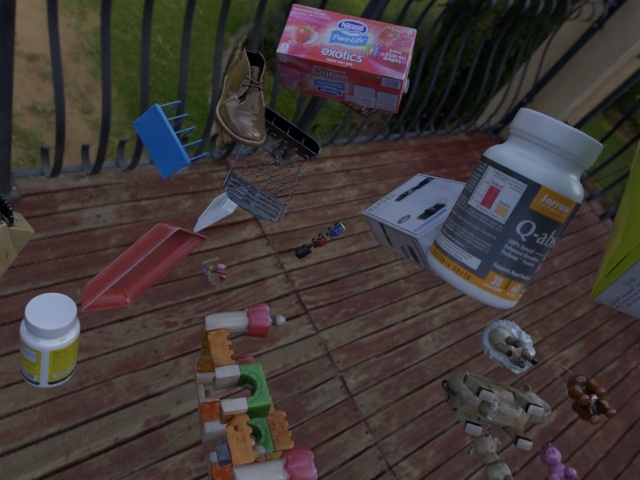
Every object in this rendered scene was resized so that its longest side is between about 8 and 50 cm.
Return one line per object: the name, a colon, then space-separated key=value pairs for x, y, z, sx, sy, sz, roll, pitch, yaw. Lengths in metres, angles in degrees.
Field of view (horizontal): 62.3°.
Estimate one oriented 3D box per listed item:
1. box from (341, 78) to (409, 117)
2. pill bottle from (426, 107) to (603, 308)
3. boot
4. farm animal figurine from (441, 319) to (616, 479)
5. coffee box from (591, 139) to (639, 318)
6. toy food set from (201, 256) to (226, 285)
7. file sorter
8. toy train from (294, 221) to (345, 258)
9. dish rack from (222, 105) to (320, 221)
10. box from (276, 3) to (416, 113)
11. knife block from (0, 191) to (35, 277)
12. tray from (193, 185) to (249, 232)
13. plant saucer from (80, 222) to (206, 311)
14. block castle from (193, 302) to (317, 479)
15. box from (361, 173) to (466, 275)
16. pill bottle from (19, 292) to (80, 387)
box: x=0.147 y=-0.498 z=1.716 sx=0.183 sy=0.231 sz=0.056 roll=24 pitch=71 yaw=-24
pill bottle: x=0.296 y=-0.048 z=0.818 sx=0.162 sy=0.279 sz=0.162 roll=24 pitch=17 yaw=-8
boot: x=-0.169 y=-0.331 z=1.198 sx=0.112 sy=0.115 sz=0.305 roll=13 pitch=42 yaw=-25
farm animal figurine: x=0.376 y=0.358 z=1.046 sx=0.326 sy=0.330 sz=0.172 roll=35 pitch=4 yaw=-5
coffee box: x=0.543 y=-0.072 z=0.536 sx=0.334 sy=0.338 sz=0.338 roll=23 pitch=68 yaw=14
toy food set: x=-0.344 y=0.107 z=1.749 sx=0.077 sy=0.122 sz=0.019 roll=-19 pitch=50 yaw=-2
file sorter: x=-0.401 y=-0.277 z=1.442 sx=0.104 sy=0.118 sz=0.170 roll=-36 pitch=101 yaw=-51
toy train: x=0.000 y=0.000 z=1.411 sx=0.027 sy=0.158 sz=0.036 roll=54 pitch=5 yaw=-27
dish rack: x=-0.136 y=-0.196 z=1.427 sx=0.208 sy=0.074 sz=0.272 roll=31 pitch=66 yaw=-22
box: x=0.061 y=-0.428 z=1.261 sx=0.299 sy=0.154 sz=0.142 roll=14 pitch=73 yaw=7
knife block: x=-0.912 y=-0.017 z=1.407 sx=0.088 sy=0.276 sz=0.242 roll=43 pitch=8 yaw=19
tray: x=-0.311 y=-0.110 z=1.661 sx=0.030 sy=0.145 sz=0.270 roll=60 pitch=14 yaw=-18
plant saucer: x=-0.392 y=0.052 z=1.181 sx=0.259 sy=0.258 sz=0.048 roll=-42 pitch=86 yaw=-2
block castle: x=-0.148 y=0.403 z=1.223 sx=0.212 sy=0.303 sz=0.453 roll=-2 pitch=44 yaw=-23
box: x=0.213 y=-0.044 z=1.070 sx=0.169 sy=0.290 sz=0.087 roll=-34 pitch=108 yaw=-5
pill bottle: x=-0.598 y=0.221 z=1.171 sx=0.119 sy=0.209 sz=0.119 roll=16 pitch=38 yaw=-13
